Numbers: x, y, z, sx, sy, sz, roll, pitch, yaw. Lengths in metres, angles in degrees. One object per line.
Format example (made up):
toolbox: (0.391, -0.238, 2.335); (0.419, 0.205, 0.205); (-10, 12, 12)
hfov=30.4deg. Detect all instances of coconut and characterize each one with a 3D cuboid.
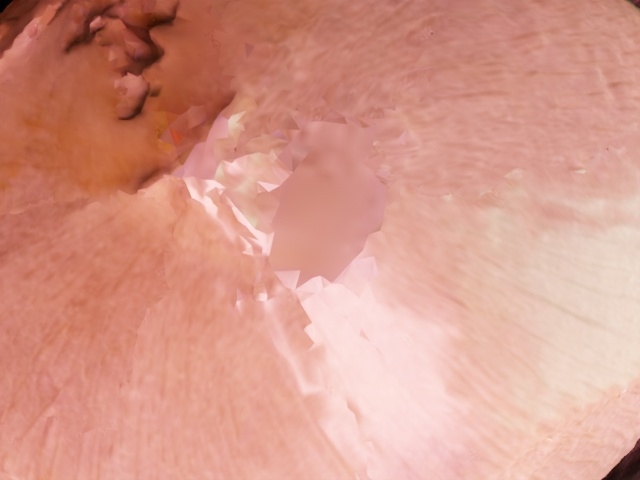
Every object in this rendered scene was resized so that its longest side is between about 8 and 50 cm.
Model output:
coconut: (0.000, 0.000, 0.541); (0.360, 0.346, 0.346); (77, 25, -78)
